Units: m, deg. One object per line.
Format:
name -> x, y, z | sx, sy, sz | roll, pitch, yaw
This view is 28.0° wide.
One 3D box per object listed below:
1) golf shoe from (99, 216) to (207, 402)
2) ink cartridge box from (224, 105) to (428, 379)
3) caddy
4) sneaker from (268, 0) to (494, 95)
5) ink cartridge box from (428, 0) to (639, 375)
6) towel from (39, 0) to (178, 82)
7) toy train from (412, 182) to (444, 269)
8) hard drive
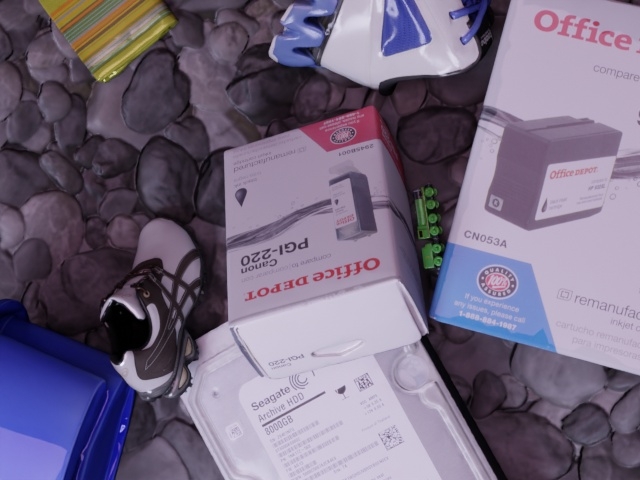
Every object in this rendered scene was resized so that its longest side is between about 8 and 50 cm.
golf shoe -> -0.161, 0.051, 1.212 | 0.077, 0.094, 0.198 | -22, 53, 23
ink cartridge box -> 0.000, 0.000, 1.153 | 0.158, 0.092, 0.218 | -16, 49, 12
caddy -> -0.305, 0.228, 1.198 | 0.179, 0.241, 0.341 | 16, 92, 4
sneaker -> 0.097, -0.254, 1.159 | 0.182, 0.127, 0.315 | 29, 126, -3
ink cartridge box -> 0.242, -0.053, 1.142 | 0.223, 0.129, 0.307 | 15, 92, 9
towel -> -0.250, -0.280, 1.300 | 0.102, 0.021, 0.237 | -37, 82, 3
toy train -> 0.104, -0.013, 1.229 | 0.024, 0.017, 0.083 | -9, 88, 22
hard drive -> 0.029, 0.203, 1.220 | 0.237, 0.064, 0.339 | -29, 83, 9
